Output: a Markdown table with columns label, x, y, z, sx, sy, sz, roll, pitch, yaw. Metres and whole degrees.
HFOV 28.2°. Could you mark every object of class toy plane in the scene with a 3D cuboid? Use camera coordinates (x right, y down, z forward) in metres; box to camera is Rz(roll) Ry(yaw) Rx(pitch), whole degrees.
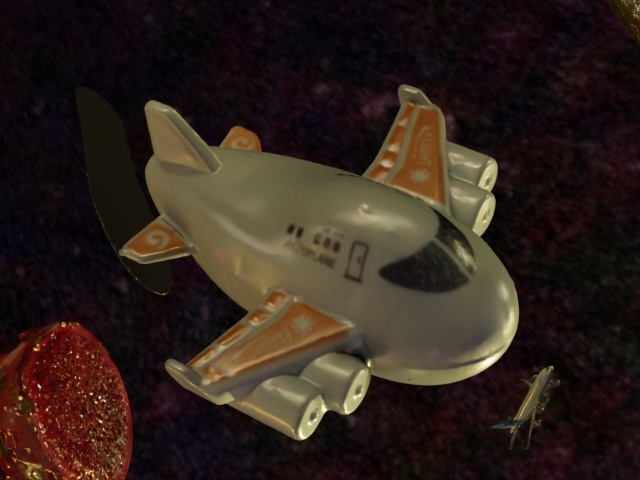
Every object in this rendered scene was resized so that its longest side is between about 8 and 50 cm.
| label | x | y | z | sx | sy | sz | roll | pitch | yaw |
| --- | --- | --- | --- | --- | --- | --- | --- | --- | --- |
| toy plane | 0.000 | 0.000 | 0.727 | 0.245 | 0.244 | 0.117 | -20 | 141 | -12 |
| toy plane | 0.168 | 0.130 | 1.019 | 0.024 | 0.078 | 0.084 | 24 | 127 | -14 |

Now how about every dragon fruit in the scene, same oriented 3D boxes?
| label | x | y | z | sx | sy | sz | roll | pitch | yaw |
| --- | --- | --- | --- | --- | --- | --- | --- | --- | --- |
| dragon fruit | -0.233 | 0.144 | 1.036 | 0.111 | 0.153 | 0.153 | -14 | 123 | 20 |

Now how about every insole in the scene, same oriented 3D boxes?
| label | x | y | z | sx | sy | sz | roll | pitch | yaw |
| --- | --- | --- | --- | --- | --- | --- | --- | --- | --- |
| insole | -0.165 | -0.047 | 1.034 | 0.003 | 0.232 | 0.080 | -38 | 139 | 19 |

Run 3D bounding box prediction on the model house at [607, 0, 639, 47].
| label | x | y | z | sx | sy | sz | roll | pitch | yaw |
| --- | --- | --- | --- | --- | --- | --- | --- | --- | --- |
| model house | 0.319 | -0.242 | 1.042 | 0.239 | 0.268 | 0.173 | -10 | 152 | -15 |
